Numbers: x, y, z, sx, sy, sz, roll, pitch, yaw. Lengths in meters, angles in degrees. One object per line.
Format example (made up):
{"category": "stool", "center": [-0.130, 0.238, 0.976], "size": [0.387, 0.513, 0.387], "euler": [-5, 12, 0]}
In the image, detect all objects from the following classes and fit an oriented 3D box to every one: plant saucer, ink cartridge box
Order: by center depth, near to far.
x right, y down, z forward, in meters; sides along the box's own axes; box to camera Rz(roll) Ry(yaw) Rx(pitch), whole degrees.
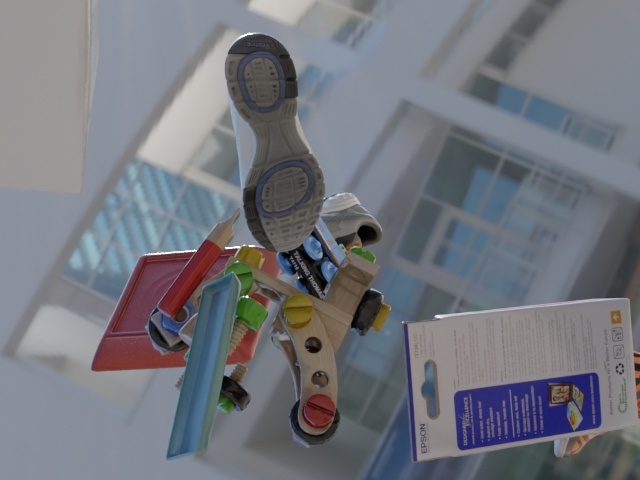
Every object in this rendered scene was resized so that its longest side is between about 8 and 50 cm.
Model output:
{"category": "plant saucer", "center": [-0.116, 0.128, 1.350], "size": [0.067, 0.018, 0.192], "euler": [-26, 47, 52]}
{"category": "ink cartridge box", "center": [0.253, 0.175, 1.733], "size": [0.371, 0.069, 0.175], "euler": [-4, -91, -32]}
{"category": "plant saucer", "center": [-0.206, 0.093, 2.054], "size": [0.258, 0.259, 0.047], "euler": [-73, -26, -51]}

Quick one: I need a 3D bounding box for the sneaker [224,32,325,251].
{"category": "sneaker", "center": [-0.063, -0.131, 1.740], "size": [0.129, 0.111, 0.297], "euler": [-120, 23, -70]}

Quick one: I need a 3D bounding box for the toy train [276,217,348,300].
{"category": "toy train", "center": [-0.018, 0.014, 2.029], "size": [0.080, 0.184, 0.105], "euler": [-32, 1, 27]}

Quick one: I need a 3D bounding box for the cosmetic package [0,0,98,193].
{"category": "cosmetic package", "center": [-0.463, -0.306, 1.784], "size": [0.393, 0.328, 0.329], "euler": [-97, 14, -54]}

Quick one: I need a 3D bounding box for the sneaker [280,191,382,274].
{"category": "sneaker", "center": [0.000, 0.000, 2.261], "size": [0.271, 0.108, 0.100], "euler": [-27, -36, -41]}

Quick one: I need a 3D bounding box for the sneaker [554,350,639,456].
{"category": "sneaker", "center": [0.474, 0.271, 2.119], "size": [0.321, 0.180, 0.124], "euler": [93, -175, -62]}

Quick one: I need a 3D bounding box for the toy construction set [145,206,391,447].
{"category": "toy construction set", "center": [-0.053, 0.062, 1.525], "size": [0.237, 0.257, 0.309], "euler": [-56, -28, -19]}
